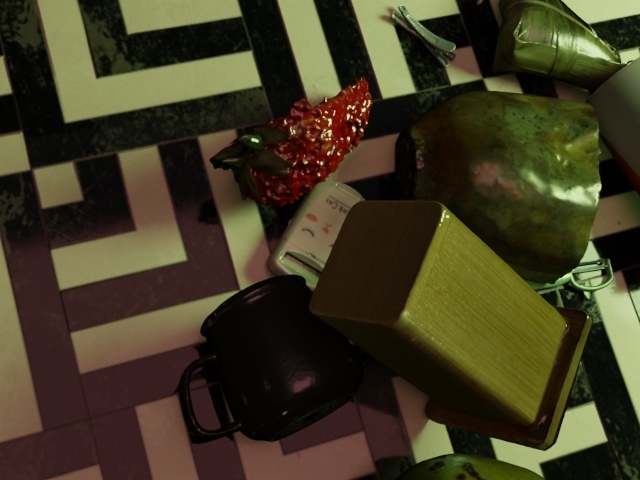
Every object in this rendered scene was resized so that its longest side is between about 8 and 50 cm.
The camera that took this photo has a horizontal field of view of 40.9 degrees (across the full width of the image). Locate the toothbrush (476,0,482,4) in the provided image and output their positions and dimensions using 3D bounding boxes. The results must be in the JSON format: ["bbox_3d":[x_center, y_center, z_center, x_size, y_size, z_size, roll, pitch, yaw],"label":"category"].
[{"bbox_3d":[0.268,-0.422,1.343,0.013,0.011,0.131,28,71,-17],"label":"toothbrush"}]

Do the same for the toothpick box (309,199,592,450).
[{"bbox_3d":[0.153,0.095,1.020,0.308,0.190,0.187,39,68,-38],"label":"toothpick box"}]

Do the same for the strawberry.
[{"bbox_3d":[-0.014,-0.122,1.123,0.286,0.188,0.106,-33,95,-39],"label":"strawberry"}]

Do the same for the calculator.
[{"bbox_3d":[0.000,0.000,1.165,0.100,0.032,0.175,31,72,-3],"label":"calculator"}]

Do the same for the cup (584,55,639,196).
[{"bbox_3d":[0.522,-0.123,1.239,0.203,0.203,0.288,-32,78,-18],"label":"cup"}]

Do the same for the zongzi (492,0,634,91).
[{"bbox_3d":[0.367,-0.334,1.305,0.205,0.094,0.204,11,65,-13],"label":"zongzi"}]

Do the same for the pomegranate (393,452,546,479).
[{"bbox_3d":[0.176,0.392,0.950,0.290,0.323,0.291,0,92,-8],"label":"pomegranate"}]

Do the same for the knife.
[{"bbox_3d":[0.325,0.064,1.225,0.212,0.015,0.054,-7,78,-14],"label":"knife"}]

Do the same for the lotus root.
[{"bbox_3d":[0.239,-0.106,1.186,0.260,0.149,0.267,13,69,-7],"label":"lotus root"}]

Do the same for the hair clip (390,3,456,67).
[{"bbox_3d":[0.157,-0.310,1.278,0.115,0.039,0.030,40,66,3],"label":"hair clip"}]

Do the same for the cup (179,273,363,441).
[{"bbox_3d":[-0.071,0.149,1.036,0.223,0.169,0.177,-20,75,-26],"label":"cup"}]
